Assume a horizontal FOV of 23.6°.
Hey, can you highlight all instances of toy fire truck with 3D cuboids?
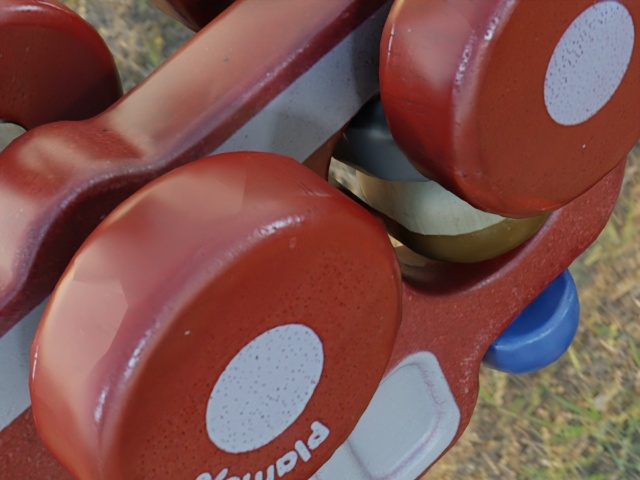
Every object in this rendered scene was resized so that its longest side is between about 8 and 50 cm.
[{"bbox_3d":[0.000,0.000,0.505,0.302,0.254,0.169,-43,52,-16],"label":"toy fire truck"}]
